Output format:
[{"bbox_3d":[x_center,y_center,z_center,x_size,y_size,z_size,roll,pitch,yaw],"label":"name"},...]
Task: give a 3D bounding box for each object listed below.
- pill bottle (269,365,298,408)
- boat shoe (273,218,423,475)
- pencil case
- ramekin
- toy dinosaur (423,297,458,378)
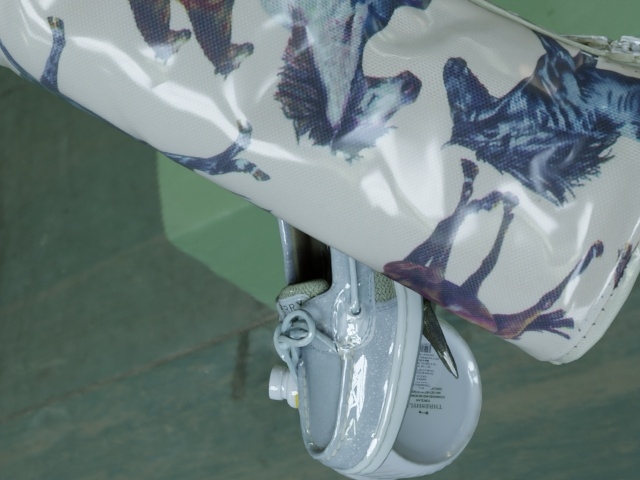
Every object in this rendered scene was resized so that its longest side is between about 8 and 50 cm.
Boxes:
[{"bbox_3d":[-0.010,0.204,1.572,0.116,0.065,0.065,6,76,10],"label":"pill bottle"},{"bbox_3d":[0.001,-0.001,0.771,0.118,0.103,0.320,178,93,-67],"label":"boat shoe"},{"bbox_3d":[-0.001,-0.102,0.626,0.410,0.160,0.184,28,92,1],"label":"pencil case"},{"bbox_3d":[0.087,0.173,1.286,0.109,0.207,0.207,-12,66,55],"label":"ramekin"},{"bbox_3d":[0.076,-0.010,0.966,0.160,0.121,0.314,-46,53,40],"label":"toy dinosaur"}]
